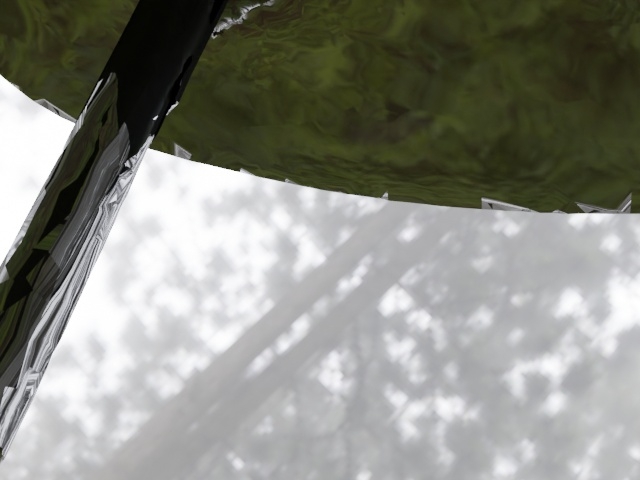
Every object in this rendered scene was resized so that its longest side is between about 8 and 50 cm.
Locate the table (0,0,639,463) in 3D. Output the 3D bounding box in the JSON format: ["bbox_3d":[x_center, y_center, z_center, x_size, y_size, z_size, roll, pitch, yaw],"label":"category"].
[{"bbox_3d":[0.000,0.000,0.357,0.317,0.249,0.317,10,-38,8],"label":"table"}]
